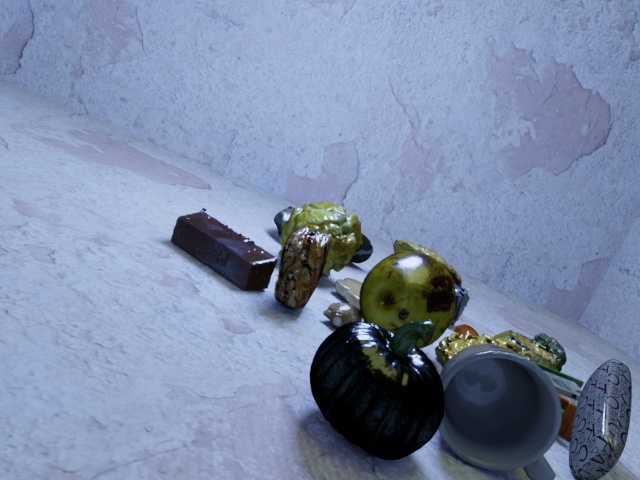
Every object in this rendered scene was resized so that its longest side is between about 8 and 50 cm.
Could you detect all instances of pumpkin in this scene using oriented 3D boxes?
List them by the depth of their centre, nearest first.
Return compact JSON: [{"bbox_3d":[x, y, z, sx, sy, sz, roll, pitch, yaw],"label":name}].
[{"bbox_3d":[0.116,0.227,0.956,0.248,0.248,0.248,24,10,-4],"label":"pumpkin"}]

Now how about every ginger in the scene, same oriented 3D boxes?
[{"bbox_3d":[0.077,0.203,1.509,0.096,0.067,0.165,14,3,25],"label":"ginger"}]

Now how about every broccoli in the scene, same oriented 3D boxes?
[{"bbox_3d":[0.832,0.418,2.051,0.137,0.146,0.162,-12,41,-18],"label":"broccoli"}]

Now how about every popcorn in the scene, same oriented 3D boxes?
[{"bbox_3d":[-0.010,-0.001,1.859,0.247,0.282,0.282,33,12,27],"label":"popcorn"}]

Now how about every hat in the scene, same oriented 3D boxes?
[{"bbox_3d":[0.014,0.010,2.260,0.366,0.257,0.382,12,-39,51],"label":"hat"}]

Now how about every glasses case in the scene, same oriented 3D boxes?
[{"bbox_3d":[0.657,0.411,1.296,0.085,0.137,0.354,33,39,13],"label":"glasses case"}]

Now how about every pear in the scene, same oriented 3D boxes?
[{"bbox_3d":[0.238,0.160,1.520,0.283,0.284,0.283,24,10,-4],"label":"pear"}]

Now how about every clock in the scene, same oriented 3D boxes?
[{"bbox_3d":[0.656,0.455,1.510,0.219,0.106,0.255,22,15,-7],"label":"clock"}]

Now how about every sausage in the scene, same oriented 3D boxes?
[{"bbox_3d":[0.474,0.321,1.796,0.089,0.089,0.179,26,4,7],"label":"sausage"}]

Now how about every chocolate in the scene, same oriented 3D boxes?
[{"bbox_3d":[-0.276,0.025,1.522,0.321,0.112,0.112,31,21,27],"label":"chocolate"}]

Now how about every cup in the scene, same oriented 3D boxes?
[{"bbox_3d":[0.373,0.347,1.143,0.301,0.227,0.257,55,10,6],"label":"cup"}]

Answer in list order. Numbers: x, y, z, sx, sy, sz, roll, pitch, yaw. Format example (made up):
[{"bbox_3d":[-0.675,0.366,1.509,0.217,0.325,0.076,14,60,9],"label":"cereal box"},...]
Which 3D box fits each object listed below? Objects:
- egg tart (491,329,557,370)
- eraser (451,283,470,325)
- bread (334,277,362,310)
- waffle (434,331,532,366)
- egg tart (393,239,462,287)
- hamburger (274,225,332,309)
[{"bbox_3d":[0.665,0.384,1.819,0.314,0.120,0.315,27,11,-6],"label":"egg tart"},{"bbox_3d":[0.392,0.184,2.106,0.332,0.155,0.101,31,13,32],"label":"eraser"},{"bbox_3d":[0.187,0.207,1.795,0.316,0.054,0.316,25,10,-5],"label":"bread"},{"bbox_3d":[0.452,0.335,1.547,0.280,0.060,0.262,12,23,30],"label":"waffle"},{"bbox_3d":[0.420,0.133,2.293,0.345,0.132,0.345,37,-14,11],"label":"egg tart"},{"bbox_3d":[-0.048,0.072,1.444,0.106,0.231,0.231,18,9,4],"label":"hamburger"}]
